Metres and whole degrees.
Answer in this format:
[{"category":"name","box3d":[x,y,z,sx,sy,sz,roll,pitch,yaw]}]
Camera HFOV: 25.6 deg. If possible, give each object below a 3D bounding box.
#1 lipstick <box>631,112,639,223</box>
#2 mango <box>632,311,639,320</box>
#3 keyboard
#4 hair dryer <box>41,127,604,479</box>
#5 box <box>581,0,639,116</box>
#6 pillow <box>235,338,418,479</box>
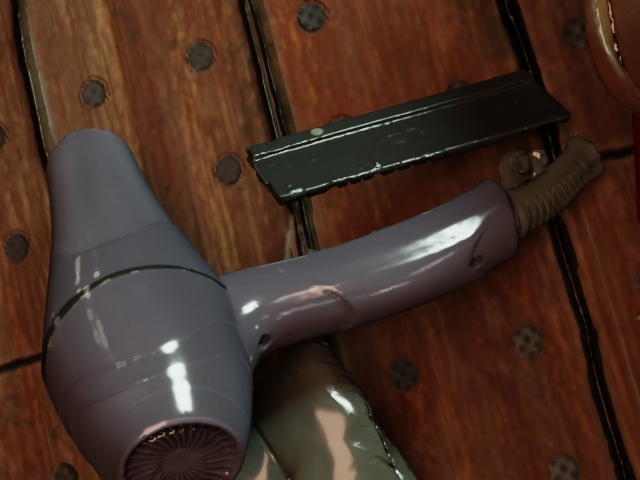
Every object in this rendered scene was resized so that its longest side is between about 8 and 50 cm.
[{"category":"lipstick","box3d":[0.219,-0.146,0.851,0.073,0.073,0.280,-4,82,16]},{"category":"mango","box3d":[0.267,0.087,0.814,0.187,0.066,0.101,22,82,13]},{"category":"keyboard","box3d":[0.054,-0.063,0.859,0.195,0.018,0.060,-17,38,-14]},{"category":"hair dryer","box3d":[0.000,0.000,0.865,0.361,0.121,0.301,-16,39,-7]},{"category":"box","box3d":[0.279,-0.246,0.716,0.229,0.239,0.340,-15,78,45]},{"category":"pillow","box3d":[0.011,0.247,0.849,0.228,0.101,0.326,-39,68,7]}]
